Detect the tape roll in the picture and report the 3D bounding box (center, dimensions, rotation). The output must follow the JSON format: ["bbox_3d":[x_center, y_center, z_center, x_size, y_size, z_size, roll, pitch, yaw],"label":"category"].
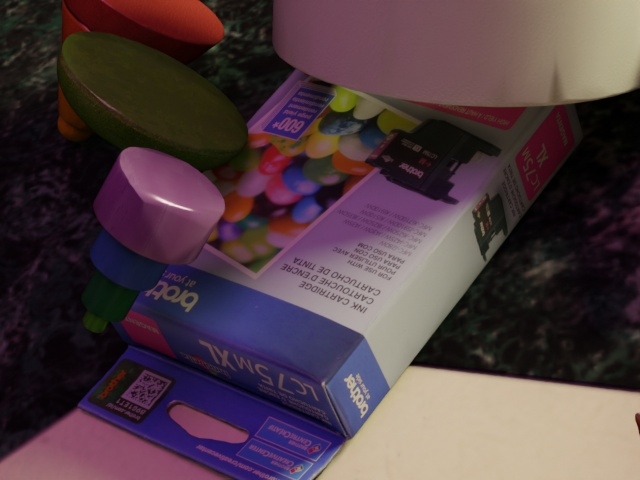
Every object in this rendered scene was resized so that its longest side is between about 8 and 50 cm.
[{"bbox_3d":[0.093,-0.194,1.013,0.246,0.169,0.246,3,22,-1],"label":"tape roll"}]

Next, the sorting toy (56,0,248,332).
[{"bbox_3d":[-0.131,-0.060,1.069,0.126,0.127,0.365,-58,23,23],"label":"sorting toy"}]

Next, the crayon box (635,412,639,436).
[{"bbox_3d":[0.205,0.228,0.605,0.081,0.202,0.318,-34,43,-10],"label":"crayon box"}]

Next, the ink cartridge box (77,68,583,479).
[{"bbox_3d":[0.000,0.000,1.017,0.186,0.065,0.311,19,60,36],"label":"ink cartridge box"}]
